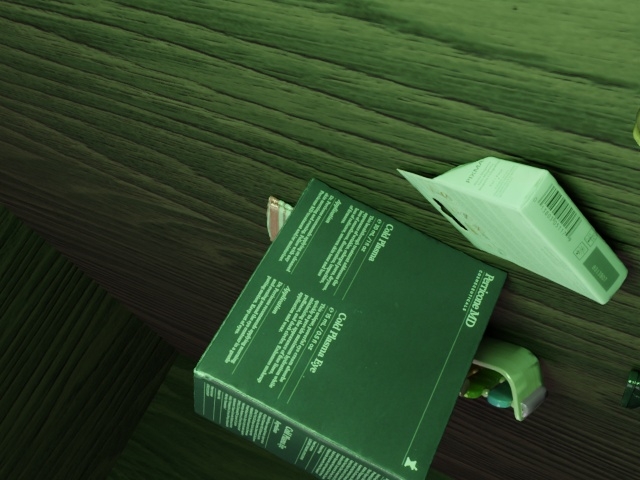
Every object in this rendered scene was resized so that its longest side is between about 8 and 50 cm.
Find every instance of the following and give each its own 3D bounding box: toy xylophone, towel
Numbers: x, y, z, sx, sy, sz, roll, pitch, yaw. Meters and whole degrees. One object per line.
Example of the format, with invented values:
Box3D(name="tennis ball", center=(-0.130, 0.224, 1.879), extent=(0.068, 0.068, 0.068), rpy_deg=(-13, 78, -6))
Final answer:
Box3D(name="toy xylophone", center=(0.208, 0.210, 1.309), extent=(0.322, 0.081, 0.236), rpy_deg=(18, -161, 42))
Box3D(name="towel", center=(0.000, 0.000, 1.294), extent=(0.197, 0.029, 0.144), rpy_deg=(26, 158, 7))

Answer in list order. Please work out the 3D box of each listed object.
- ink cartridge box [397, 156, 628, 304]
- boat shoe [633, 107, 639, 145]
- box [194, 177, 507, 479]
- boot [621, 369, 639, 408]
Box3D(name="ink cartridge box", center=(0.220, -0.028, 0.908), extent=(0.189, 0.066, 0.232), rpy_deg=(40, 179, -31))
Box3D(name="boat shoe", center=(0.334, -0.084, 0.549), extent=(0.207, 0.073, 0.073), rpy_deg=(12, 154, 23))
Box3D(name="box", center=(0.042, 0.144, 1.083), extent=(0.312, 0.343, 0.179), rpy_deg=(27, 150, 7))
Box3D(name="boot", center=(0.508, 0.236, 1.160), extent=(0.099, 0.045, 0.121), rpy_deg=(16, 157, 23))
